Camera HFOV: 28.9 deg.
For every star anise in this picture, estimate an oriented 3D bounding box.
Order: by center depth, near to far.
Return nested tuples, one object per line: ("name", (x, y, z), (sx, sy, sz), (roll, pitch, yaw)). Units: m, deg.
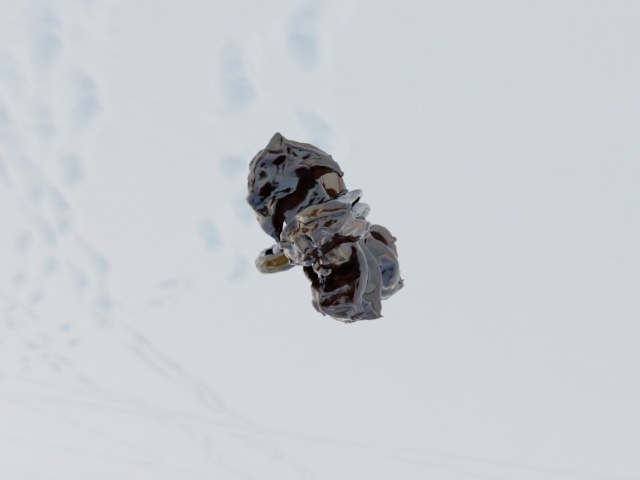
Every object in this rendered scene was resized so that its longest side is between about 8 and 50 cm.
("star anise", (0.000, 0.000, 1.165), (0.190, 0.126, 0.220), (45, 174, 44))
